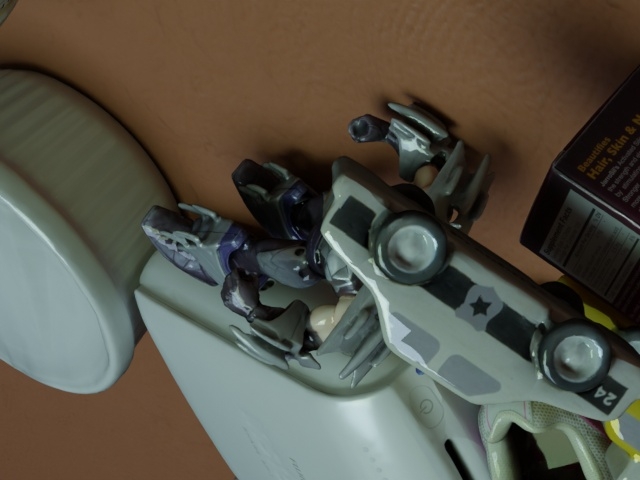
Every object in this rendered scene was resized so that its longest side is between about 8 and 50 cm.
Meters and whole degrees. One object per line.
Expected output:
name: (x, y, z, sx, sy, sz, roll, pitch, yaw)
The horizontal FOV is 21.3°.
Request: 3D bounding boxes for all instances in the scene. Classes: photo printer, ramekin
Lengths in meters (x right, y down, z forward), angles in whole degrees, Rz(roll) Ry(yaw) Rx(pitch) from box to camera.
photo printer: (0.017, 0.135, 1.238, 0.307, 0.107, 0.256, 25, 148, 49)
ramekin: (-0.228, -0.015, 1.363, 0.273, 0.127, 0.273, 30, 148, 21)

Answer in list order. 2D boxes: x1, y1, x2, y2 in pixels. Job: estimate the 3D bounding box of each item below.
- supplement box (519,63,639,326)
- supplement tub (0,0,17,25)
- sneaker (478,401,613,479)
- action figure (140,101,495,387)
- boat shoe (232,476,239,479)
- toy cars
supplement box: (0.213, 0.002, 0.883, 0.188, 0.104, 0.081, 36, 151, 13)
supplement tub: (-0.277, -0.240, 1.013, 0.241, 0.241, 0.331, 41, 151, 3)
sneaker: (0.170, 0.163, 1.114, 0.103, 0.111, 0.252, -20, 116, 37)
action figure: (0.000, 0.000, 1.072, 0.099, 0.185, 0.285, 53, 160, -21)
boat shoe: (0.005, 0.365, 1.590, 0.121, 0.119, 0.335, -9, 123, 54)
toy cars: (0.134, 0.073, 0.918, 0.394, 0.087, 0.176, 26, -168, -44)
